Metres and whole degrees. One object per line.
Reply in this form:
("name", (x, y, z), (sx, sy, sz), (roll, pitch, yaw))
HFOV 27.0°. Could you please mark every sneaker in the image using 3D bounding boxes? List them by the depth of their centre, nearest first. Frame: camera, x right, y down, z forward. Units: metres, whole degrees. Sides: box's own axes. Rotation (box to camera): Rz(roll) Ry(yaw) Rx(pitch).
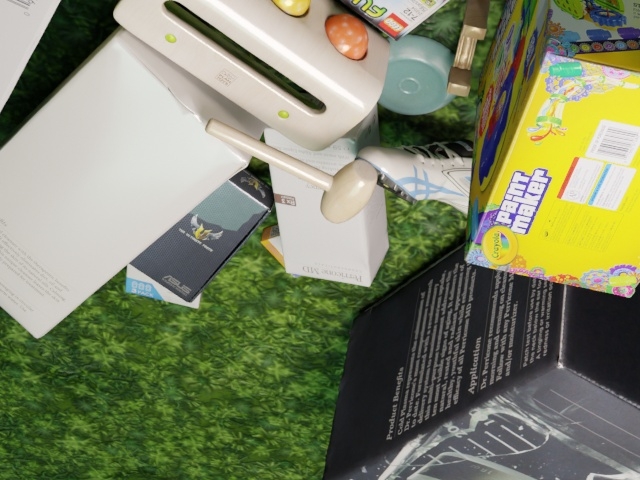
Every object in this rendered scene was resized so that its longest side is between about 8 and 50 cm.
("sneaker", (0.126, -0.083, 1.516), (0.237, 0.085, 0.086), (10, 108, -48))

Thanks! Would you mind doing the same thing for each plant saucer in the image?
("plant saucer", (0.101, -0.180, 1.503), (0.119, 0.021, 0.119), (7, 141, 6))

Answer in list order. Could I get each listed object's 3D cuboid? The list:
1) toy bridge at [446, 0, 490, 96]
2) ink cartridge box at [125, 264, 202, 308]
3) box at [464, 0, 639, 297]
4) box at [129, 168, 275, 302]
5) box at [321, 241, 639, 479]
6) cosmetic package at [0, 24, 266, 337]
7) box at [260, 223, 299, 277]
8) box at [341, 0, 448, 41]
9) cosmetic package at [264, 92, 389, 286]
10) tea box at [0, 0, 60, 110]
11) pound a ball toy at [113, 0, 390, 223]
("toy bridge", (0.163, -0.235, 1.390), (0.026, 0.063, 0.188), (12, 139, -1))
("ink cartridge box", (-0.197, 0.004, 1.755), (0.104, 0.061, 0.181), (12, 140, -1))
("box", (0.266, -0.152, 1.298), (0.177, 0.279, 0.290), (12, 140, -2))
("box", (-0.199, -0.054, 1.632), (0.233, 0.059, 0.183), (35, 119, -14))
("box", (0.339, 0.216, 1.691), (0.480, 0.297, 0.472), (28, 143, -20))
("cosmetic package", (-0.252, -0.078, 1.498), (0.365, 0.155, 0.197), (-37, 106, 26))
("box", (0.000, 0.000, 1.734), (0.136, 0.028, 0.081), (-17, 132, 32))
("box", (0.040, -0.299, 1.364), (0.207, 0.036, 0.114), (32, 136, -24))
("cosmetic package", (0.011, -0.059, 1.587), (0.117, 0.085, 0.231), (9, 133, 19))
("tea box", (-0.322, -0.303, 1.216), (0.220, 0.323, 0.329), (26, 139, -17))
("pound a ball toy", (-0.048, -0.191, 1.371), (0.319, 0.208, 0.136), (33, 133, -21))
